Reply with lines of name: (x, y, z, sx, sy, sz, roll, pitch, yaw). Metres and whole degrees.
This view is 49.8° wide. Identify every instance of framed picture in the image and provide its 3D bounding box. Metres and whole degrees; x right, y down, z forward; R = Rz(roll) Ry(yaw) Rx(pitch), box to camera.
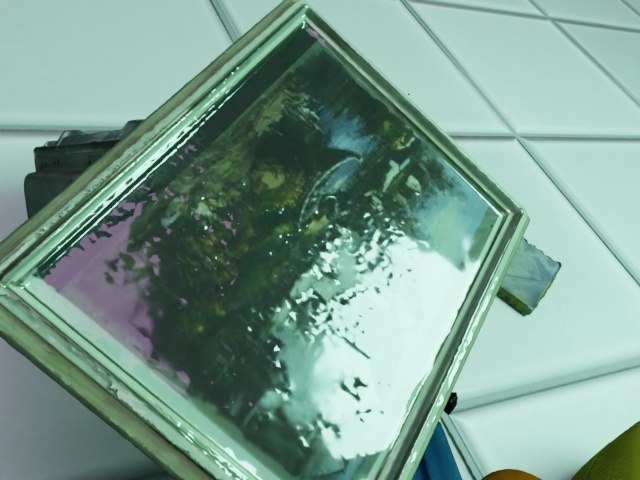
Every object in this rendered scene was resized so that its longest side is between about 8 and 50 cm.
framed picture: (0.000, 0.000, 0.383, 0.232, 0.019, 0.296, 41, 53, -8)

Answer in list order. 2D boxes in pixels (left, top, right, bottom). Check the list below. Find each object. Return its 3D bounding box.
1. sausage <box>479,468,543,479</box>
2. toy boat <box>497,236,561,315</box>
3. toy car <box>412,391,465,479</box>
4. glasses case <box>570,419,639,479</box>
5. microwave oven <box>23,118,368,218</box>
sausage: (0.155, 0.209, 0.462, 0.076, 0.197, 0.076, 0, 86, -4)
toy boat: (0.241, 0.040, 0.812, 0.063, 0.016, 0.115, 38, 43, 13)
toy car: (0.031, 0.194, 0.436, 0.166, 0.198, 0.314, -12, 48, -5)
glasses case: (0.260, 0.278, 0.482, 0.173, 0.141, 0.371, 25, 41, 0)
microwave oven: (-0.103, -0.018, 0.513, 0.194, 0.145, 0.241, -7, 9, -35)
